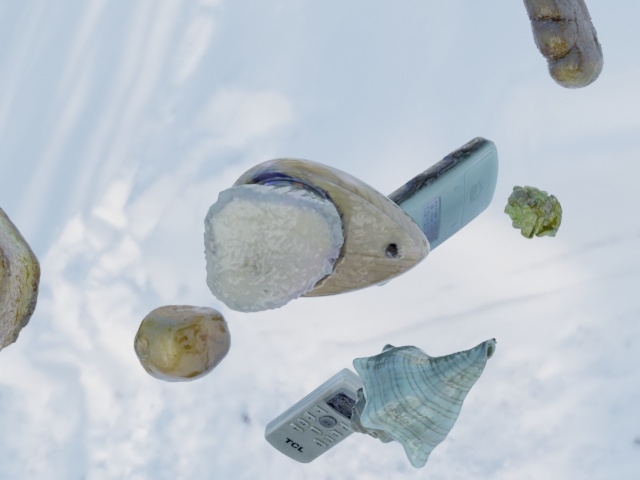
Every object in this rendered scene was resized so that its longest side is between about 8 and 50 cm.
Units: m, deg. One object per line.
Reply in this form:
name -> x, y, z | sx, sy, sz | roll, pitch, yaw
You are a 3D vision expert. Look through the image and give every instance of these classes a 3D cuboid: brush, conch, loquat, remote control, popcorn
brush -> 0.000, 0.000, 1.585 | 0.166, 0.267, 0.174 | -75, -9, -75
conch -> 0.087, 0.174, 1.426 | 0.234, 0.114, 0.137 | 147, 136, -70
loquat -> -0.190, 0.140, 1.841 | 0.137, 0.137, 0.113 | -23, 84, 58
remote control -> 0.170, -0.052, 2.019 | 0.296, 0.056, 0.140 | -35, -39, -35
popcorn -> 0.279, -0.039, 1.714 | 0.059, 0.083, 0.068 | -52, 9, 34
remote control -> 0.005, 0.247, 1.830 | 0.190, 0.087, 0.029 | -39, 25, 35

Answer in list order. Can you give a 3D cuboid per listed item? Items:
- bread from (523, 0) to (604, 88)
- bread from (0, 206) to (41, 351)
bread -> 0.405, -0.422, 2.331 | 0.084, 0.124, 0.344 | -31, 72, 40
bread -> -0.694, 0.059, 2.268 | 0.215, 0.398, 0.398 | 97, -162, -82
